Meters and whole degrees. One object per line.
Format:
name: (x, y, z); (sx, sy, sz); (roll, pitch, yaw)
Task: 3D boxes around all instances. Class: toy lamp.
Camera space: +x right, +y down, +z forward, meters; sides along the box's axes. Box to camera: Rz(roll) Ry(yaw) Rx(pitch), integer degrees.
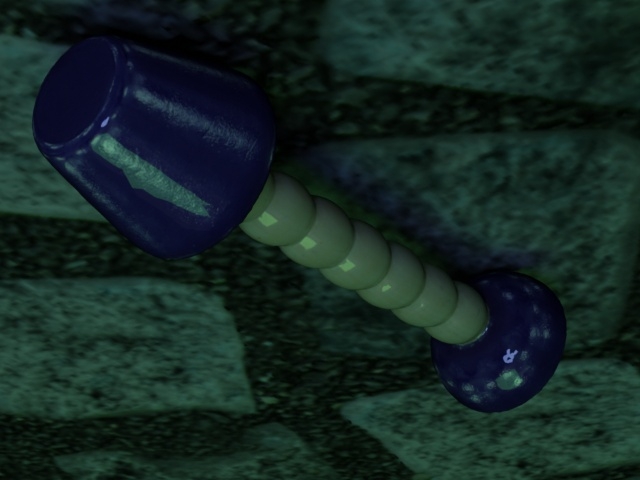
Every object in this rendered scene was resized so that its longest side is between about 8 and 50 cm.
toy lamp: (0.000, 0.000, 0.570); (0.080, 0.080, 0.275); (-22, 143, 32)
